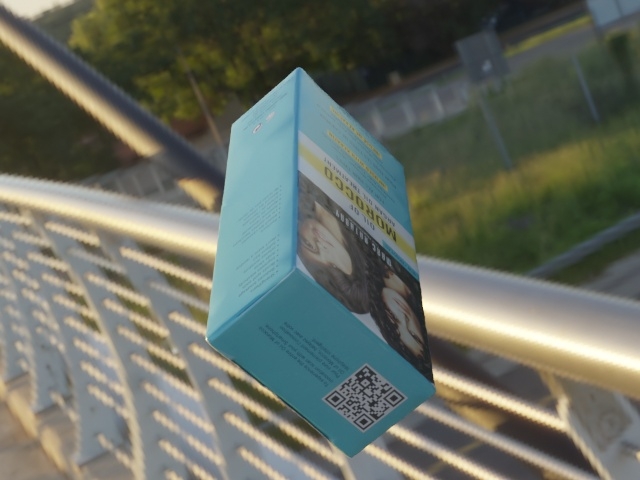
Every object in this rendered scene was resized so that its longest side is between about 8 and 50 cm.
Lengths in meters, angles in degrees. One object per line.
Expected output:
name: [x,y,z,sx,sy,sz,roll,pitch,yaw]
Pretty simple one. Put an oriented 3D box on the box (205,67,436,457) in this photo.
box: [0.000,0.000,0.715,0.060,0.100,0.244,-40,23,19]
